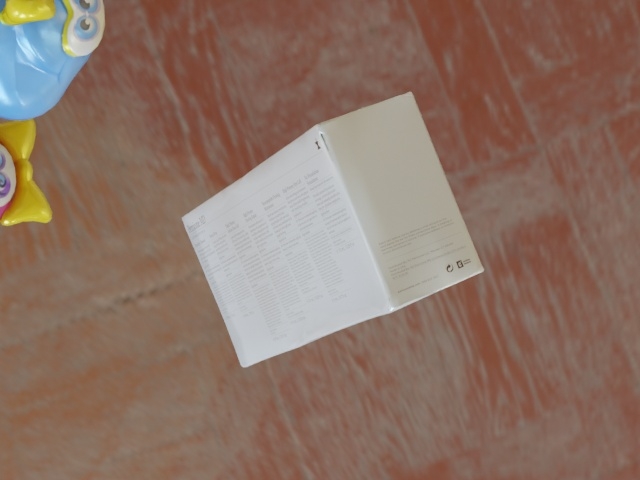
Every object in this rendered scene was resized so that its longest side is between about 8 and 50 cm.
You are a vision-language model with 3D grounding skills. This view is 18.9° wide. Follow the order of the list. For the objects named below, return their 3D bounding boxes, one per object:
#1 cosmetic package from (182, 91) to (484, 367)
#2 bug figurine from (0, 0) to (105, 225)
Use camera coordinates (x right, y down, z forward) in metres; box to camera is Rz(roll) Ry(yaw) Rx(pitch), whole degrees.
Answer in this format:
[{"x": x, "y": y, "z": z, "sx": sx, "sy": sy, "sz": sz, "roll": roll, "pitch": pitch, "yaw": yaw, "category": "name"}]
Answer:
[{"x": 0.000, "y": 0.000, "z": 1.026, "sx": 0.060, "sy": 0.239, "sz": 0.099, "roll": -23, "pitch": 89, "yaw": -22, "category": "cosmetic package"}, {"x": -0.093, "y": 0.045, "z": 0.504, "sx": 0.072, "sy": 0.216, "sz": 0.279, "roll": -7, "pitch": 95, "yaw": -24, "category": "bug figurine"}]
